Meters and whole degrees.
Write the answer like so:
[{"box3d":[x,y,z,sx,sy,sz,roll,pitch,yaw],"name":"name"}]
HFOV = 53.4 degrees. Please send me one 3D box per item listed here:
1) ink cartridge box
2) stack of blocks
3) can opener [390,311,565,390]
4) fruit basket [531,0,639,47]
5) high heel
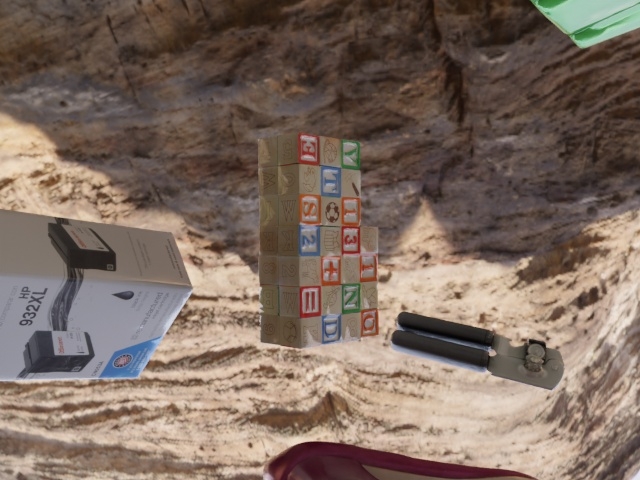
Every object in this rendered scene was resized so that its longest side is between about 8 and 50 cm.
[{"box3d":[-0.378,0.088,0.917,0.307,0.223,0.129,9,-141,-41],"name":"ink cartridge box"},{"box3d":[0.000,0.000,0.947,0.087,0.297,0.171,-1,180,44],"name":"stack of blocks"},{"box3d":[0.254,0.187,1.041,0.280,0.093,0.074,13,-125,13],"name":"can opener"},{"box3d":[0.313,-0.406,0.561,0.392,0.283,0.392,-5,-98,40],"name":"fruit basket"},{"box3d":[0.079,0.198,0.472,0.244,0.117,0.082,12,-98,-22],"name":"high heel"}]
